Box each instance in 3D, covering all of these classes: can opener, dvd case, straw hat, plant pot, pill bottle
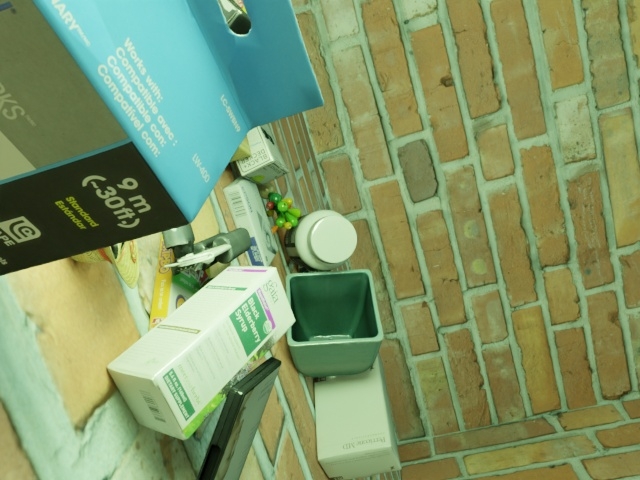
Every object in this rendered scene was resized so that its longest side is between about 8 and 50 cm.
[{"bbox_3d":[-0.179,-0.005,0.834,0.283,0.076,0.095,-61,135,-82],"label":"can opener"},{"bbox_3d":[-0.121,0.288,0.664,0.180,0.022,0.253,8,103,-81],"label":"dvd case"},{"bbox_3d":[-0.258,-0.003,0.589,0.144,0.061,0.145,168,-90,-82],"label":"straw hat"},{"bbox_3d":[0.031,0.262,1.468,0.248,0.247,0.252,-96,-176,-46],"label":"plant pot"},{"bbox_3d":[0.000,0.000,1.525,0.318,0.176,0.176,176,-101,-77],"label":"pill bottle"}]

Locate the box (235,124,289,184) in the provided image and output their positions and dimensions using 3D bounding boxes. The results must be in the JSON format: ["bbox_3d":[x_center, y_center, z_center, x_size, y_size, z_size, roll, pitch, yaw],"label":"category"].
[{"bbox_3d":[-0.187,-0.293,1.274,0.169,0.087,0.290,4,62,-81],"label":"box"}]

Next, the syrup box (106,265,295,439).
[{"bbox_3d":[-0.142,0.131,0.670,0.237,0.096,0.093,-42,123,-46],"label":"syrup box"}]

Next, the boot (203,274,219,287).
[{"bbox_3d":[-0.150,0.141,0.871,0.213,0.077,0.165,180,-92,-86],"label":"boot"}]

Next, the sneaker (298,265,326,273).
[{"bbox_3d":[-0.041,0.057,1.833,0.122,0.110,0.283,59,2,16],"label":"sneaker"}]

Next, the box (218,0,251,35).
[{"bbox_3d":[-0.235,-0.439,0.903,0.318,0.097,0.395,42,13,-4],"label":"box"}]

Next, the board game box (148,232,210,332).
[{"bbox_3d":[-0.214,0.109,0.786,0.124,0.039,0.259,66,15,-49],"label":"board game box"}]

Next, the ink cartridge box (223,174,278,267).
[{"bbox_3d":[-0.167,-0.056,1.306,0.224,0.045,0.223,-78,152,-72],"label":"ink cartridge box"}]

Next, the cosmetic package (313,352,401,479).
[{"bbox_3d":[0.100,0.501,1.553,0.385,0.217,0.156,-97,169,-52],"label":"cosmetic package"}]

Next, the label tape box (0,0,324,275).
[{"bbox_3d":[-0.183,-0.109,0.330,0.241,0.333,0.106,66,13,-46],"label":"label tape box"}]

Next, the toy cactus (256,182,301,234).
[{"bbox_3d":[-0.135,-0.104,1.458,0.180,0.112,0.219,52,5,0],"label":"toy cactus"}]

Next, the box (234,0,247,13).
[{"bbox_3d":[-0.213,-0.671,1.585,0.279,0.177,0.290,-93,166,-53],"label":"box"}]

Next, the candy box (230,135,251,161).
[{"bbox_3d":[-0.244,-0.279,1.033,0.316,0.087,0.183,18,57,-78],"label":"candy box"}]
